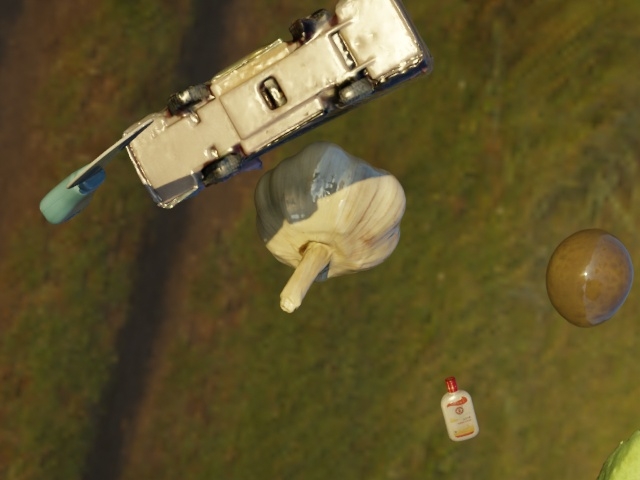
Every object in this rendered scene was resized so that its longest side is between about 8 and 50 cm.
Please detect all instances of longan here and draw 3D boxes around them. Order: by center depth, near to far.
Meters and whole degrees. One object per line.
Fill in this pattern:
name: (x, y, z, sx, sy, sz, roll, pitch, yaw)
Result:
longan: (0.291, 0.041, 1.890, 0.113, 0.092, 0.113, -40, 135, -55)

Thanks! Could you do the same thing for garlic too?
garlic: (0.000, 0.000, 2.184, 0.199, 0.199, 0.226, 79, 21, -43)

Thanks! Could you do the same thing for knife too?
knife: (-0.207, -0.060, 1.586, 0.058, 0.244, 0.032, -30, 89, -27)

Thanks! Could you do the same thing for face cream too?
face cream: (0.171, 0.210, 2.192, 0.021, 0.040, 0.083, -110, -176, -71)

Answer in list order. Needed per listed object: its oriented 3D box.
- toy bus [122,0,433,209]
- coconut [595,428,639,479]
toy bus: (-0.041, -0.145, 1.800, 0.112, 0.317, 0.138, 64, 12, 4)
coconut: (0.391, 0.296, 1.530, 0.328, 0.328, 0.281, 66, 30, -57)
